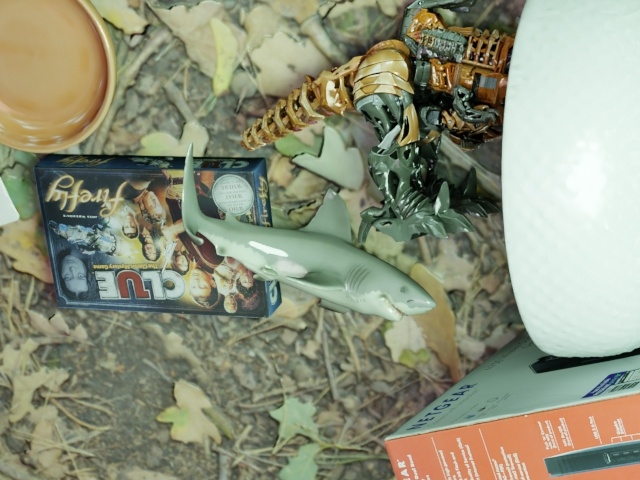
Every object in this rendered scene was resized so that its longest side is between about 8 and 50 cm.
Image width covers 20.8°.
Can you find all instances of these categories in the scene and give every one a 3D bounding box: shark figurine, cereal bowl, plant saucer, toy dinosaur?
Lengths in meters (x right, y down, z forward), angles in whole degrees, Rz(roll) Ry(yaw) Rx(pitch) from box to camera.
[{"bbox_3d":[-0.026,-0.008,1.716,0.278,0.166,0.116,23,80,-14],"label":"shark figurine"},{"bbox_3d":[0.264,-0.069,1.454,0.141,0.339,0.339,1,114,24],"label":"cereal bowl"},{"bbox_3d":[-0.295,-0.187,1.767,0.200,0.037,0.200,8,117,16],"label":"plant saucer"},{"bbox_3d":[0.091,-0.117,1.632,0.322,0.164,0.218,-5,98,40],"label":"toy dinosaur"}]

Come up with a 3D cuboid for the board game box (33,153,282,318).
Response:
[{"bbox_3d":[-0.168,-0.006,1.804,0.243,0.042,0.165,2,114,18],"label":"board game box"}]

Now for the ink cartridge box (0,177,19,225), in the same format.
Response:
[{"bbox_3d":[-0.400,-0.054,1.850,0.181,0.061,0.104,-15,109,25],"label":"ink cartridge box"}]

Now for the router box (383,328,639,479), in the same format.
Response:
[{"bbox_3d":[0.264,0.133,1.528,0.301,0.335,0.082,-15,97,31],"label":"router box"}]
